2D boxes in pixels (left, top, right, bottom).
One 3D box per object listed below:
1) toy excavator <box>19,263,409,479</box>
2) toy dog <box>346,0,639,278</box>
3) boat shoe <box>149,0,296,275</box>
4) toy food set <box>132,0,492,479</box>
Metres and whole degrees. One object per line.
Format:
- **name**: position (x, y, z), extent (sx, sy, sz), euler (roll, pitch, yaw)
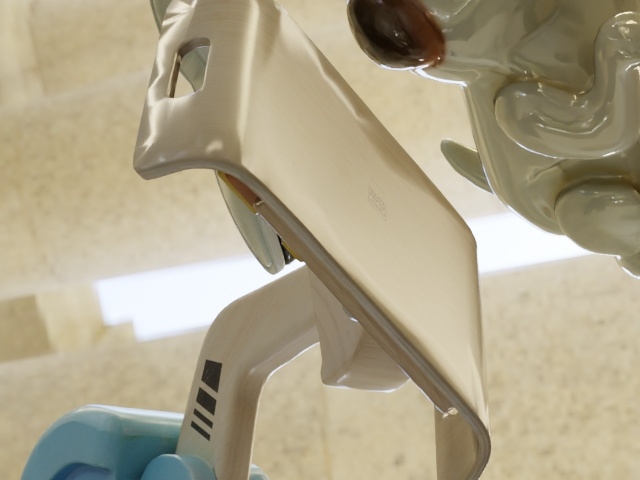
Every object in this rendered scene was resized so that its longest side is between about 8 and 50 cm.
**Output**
- **toy excavator**: position (-0.114, 0.199, 1.592), extent (0.222, 0.433, 0.445), euler (9, -91, -43)
- **toy dog**: position (0.214, -0.192, 1.765), extent (0.408, 0.395, 0.285), euler (42, -111, -30)
- **boat shoe**: position (-0.062, -0.122, 1.664), extent (0.114, 0.091, 0.303), euler (-7, 102, 71)
- **toy food set**: position (0.000, 0.000, 1.173), extent (0.306, 0.092, 0.220), euler (47, -156, -24)
